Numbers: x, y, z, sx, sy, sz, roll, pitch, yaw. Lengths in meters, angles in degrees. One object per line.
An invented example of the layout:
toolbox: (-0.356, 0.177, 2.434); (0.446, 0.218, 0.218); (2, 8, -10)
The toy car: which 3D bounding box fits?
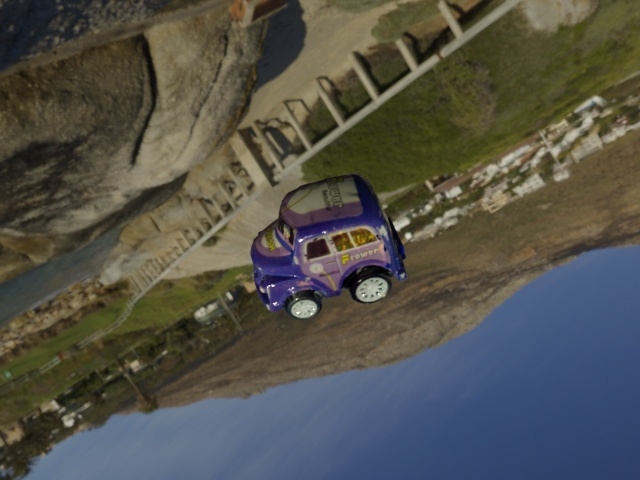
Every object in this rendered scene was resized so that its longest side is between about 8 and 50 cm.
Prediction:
toy car: (0.000, 0.000, 0.820); (0.235, 0.158, 0.172); (-18, -139, 1)
